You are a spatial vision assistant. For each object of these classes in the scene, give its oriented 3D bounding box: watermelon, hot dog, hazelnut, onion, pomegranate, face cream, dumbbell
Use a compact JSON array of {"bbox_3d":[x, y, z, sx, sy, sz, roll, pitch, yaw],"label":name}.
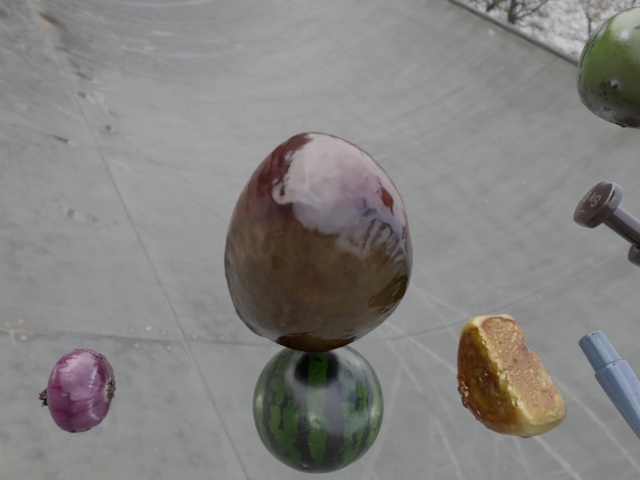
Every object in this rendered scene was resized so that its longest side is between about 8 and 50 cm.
[{"bbox_3d":[-0.007,0.351,1.300,0.285,0.285,0.285,27,20,-11],"label":"watermelon"},{"bbox_3d":[0.363,0.282,1.208,0.150,0.153,0.257,-5,50,-21],"label":"hot dog"},{"bbox_3d":[0.000,0.000,1.150,0.352,0.421,0.421,-2,12,17],"label":"hazelnut"},{"bbox_3d":[-0.337,0.208,0.841,0.104,0.115,0.115,-11,25,0],"label":"onion"},{"bbox_3d":[0.660,-0.385,1.229,0.290,0.324,0.291,-6,22,2],"label":"pomegranate"},{"bbox_3d":[0.757,0.398,1.464,0.135,0.086,0.385,19,39,-45],"label":"face cream"},{"bbox_3d":[0.751,-0.037,1.492,0.225,0.124,0.140,35,7,-6],"label":"dumbbell"}]
